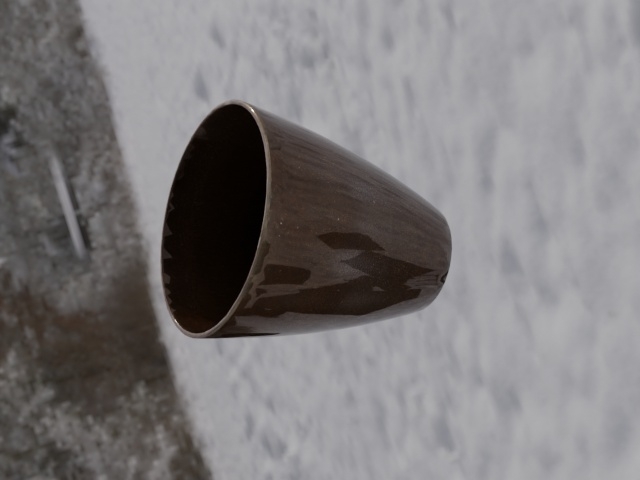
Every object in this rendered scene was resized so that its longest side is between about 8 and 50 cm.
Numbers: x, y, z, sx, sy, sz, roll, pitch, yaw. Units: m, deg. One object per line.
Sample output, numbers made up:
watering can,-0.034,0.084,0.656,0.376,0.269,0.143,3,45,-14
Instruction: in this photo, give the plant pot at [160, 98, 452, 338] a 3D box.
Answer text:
plant pot,0.000,0.000,1.187,0.215,0.230,0.215,-29,55,54
